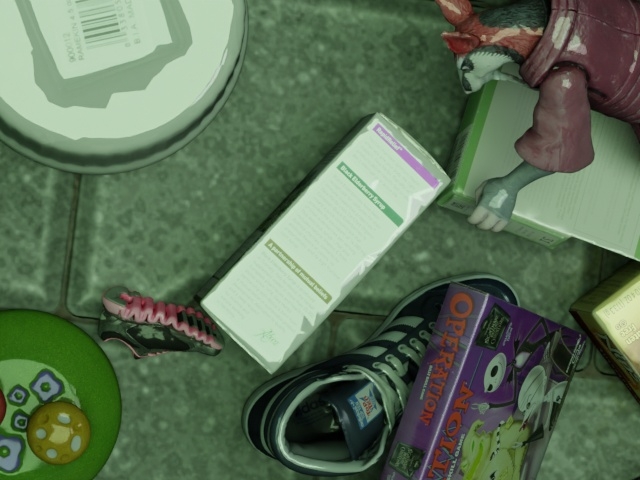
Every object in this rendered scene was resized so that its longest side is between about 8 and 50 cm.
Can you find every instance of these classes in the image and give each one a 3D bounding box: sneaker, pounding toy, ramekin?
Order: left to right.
[{"bbox_3d":[-0.257,0.180,1.527,0.183,0.110,0.237,-14,93,-8],"label":"pounding toy"},{"bbox_3d":[-0.193,-0.196,1.513,0.277,0.135,0.277,0,92,-9],"label":"ramekin"},{"bbox_3d":[-0.147,0.085,1.580,0.119,0.047,0.057,20,111,-8],"label":"sneaker"},{"bbox_3d":[0.068,0.121,1.551,0.282,0.153,0.099,-28,96,-7],"label":"sneaker"}]

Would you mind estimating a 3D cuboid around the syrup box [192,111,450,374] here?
[{"bbox_3d":[0.000,0.000,1.568,0.096,0.093,0.237,44,85,-7],"label":"syrup box"}]

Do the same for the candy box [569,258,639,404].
[{"bbox_3d":[0.416,0.043,1.635,0.316,0.087,0.183,-37,96,-6],"label":"candy box"}]

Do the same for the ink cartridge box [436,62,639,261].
[{"bbox_3d":[0.242,-0.073,1.599,0.235,0.056,0.171,21,72,-9],"label":"ink cartridge box"}]

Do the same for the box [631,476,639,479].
[{"bbox_3d":[0.336,0.298,1.629,0.158,0.093,0.156,-24,95,-8],"label":"box"}]

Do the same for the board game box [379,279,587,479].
[{"bbox_3d":[0.121,0.222,1.552,0.208,0.056,0.347,21,88,-51],"label":"board game box"}]

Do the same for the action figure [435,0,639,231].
[{"bbox_3d":[0.265,-0.139,1.460,0.370,0.276,0.248,9,75,-28],"label":"action figure"}]
